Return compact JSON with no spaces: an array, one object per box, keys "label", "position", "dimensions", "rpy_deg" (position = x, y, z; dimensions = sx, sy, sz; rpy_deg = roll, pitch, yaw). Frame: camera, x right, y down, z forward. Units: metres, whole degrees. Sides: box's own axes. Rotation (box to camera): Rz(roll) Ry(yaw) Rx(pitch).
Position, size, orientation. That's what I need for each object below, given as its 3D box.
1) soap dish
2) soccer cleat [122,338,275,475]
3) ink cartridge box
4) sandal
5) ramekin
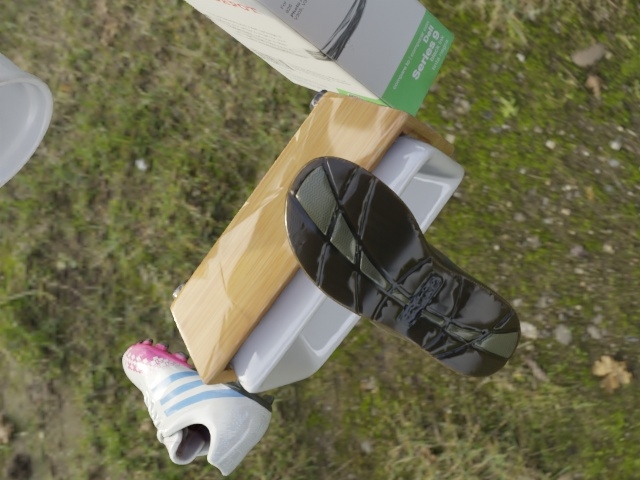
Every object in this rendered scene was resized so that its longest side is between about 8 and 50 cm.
[{"label":"soap dish","position":[0.000,0.000,1.012],"dimensions":[0.118,0.229,0.290],"rpy_deg":[39,99,14]},{"label":"soccer cleat","position":[-0.208,0.238,1.556],"dimensions":[0.331,0.116,0.143],"rpy_deg":[11,63,48]},{"label":"ink cartridge box","position":[-0.023,-0.261,1.172],"dimensions":[0.211,0.289,0.121],"rpy_deg":[27,88,41]},{"label":"sandal","position":[0.059,0.021,0.801],"dimensions":[0.090,0.219,0.060],"rpy_deg":[-54,20,5]},{"label":"ramekin","position":[-0.571,-0.186,1.694],"dimensions":[0.135,0.277,0.277],"rpy_deg":[42,107,13]}]
